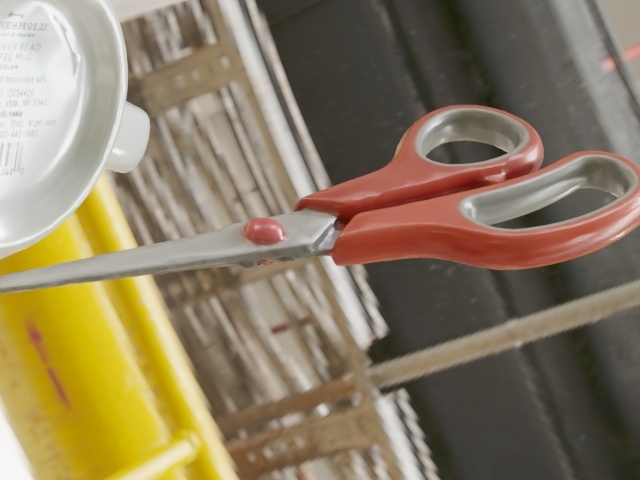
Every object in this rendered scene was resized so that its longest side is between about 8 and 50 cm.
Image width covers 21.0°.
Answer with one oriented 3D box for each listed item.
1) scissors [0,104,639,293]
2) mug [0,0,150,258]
[{"bbox_3d":[0.000,0.000,0.648,0.109,0.297,0.021,37,-49,38],"label":"scissors"},{"bbox_3d":[-0.263,-0.112,1.072,0.328,0.374,0.276,21,-87,33],"label":"mug"}]
